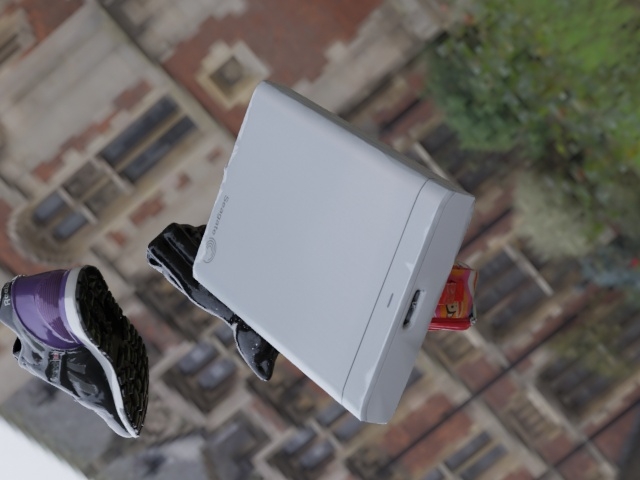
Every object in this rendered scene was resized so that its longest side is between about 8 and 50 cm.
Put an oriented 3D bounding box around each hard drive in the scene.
[{"bbox_3d":[0.000,0.000,1.595,0.047,0.233,0.353,12,-166,-35],"label":"hard drive"}]

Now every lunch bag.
[{"bbox_3d":[0.078,0.060,2.217,0.293,0.120,0.258,5,-176,-45],"label":"lunch bag"}]

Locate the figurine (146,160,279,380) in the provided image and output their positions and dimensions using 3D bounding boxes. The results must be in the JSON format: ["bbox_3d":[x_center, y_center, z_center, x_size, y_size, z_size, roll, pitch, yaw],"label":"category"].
[{"bbox_3d":[-0.059,0.021,1.836,0.209,0.215,0.092,46,-175,22],"label":"figurine"}]

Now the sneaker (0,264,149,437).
[{"bbox_3d":[-0.288,0.129,1.869,0.283,0.124,0.107,72,-161,-46],"label":"sneaker"}]

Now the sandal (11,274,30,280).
[{"bbox_3d":[-0.372,0.095,2.122,0.180,0.072,0.049,13,153,44],"label":"sandal"}]
